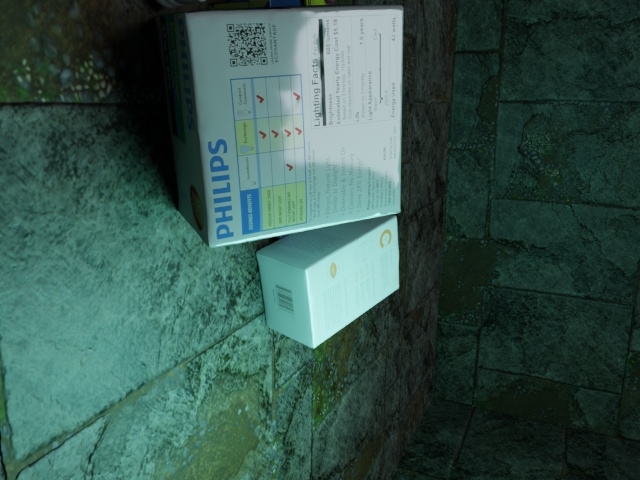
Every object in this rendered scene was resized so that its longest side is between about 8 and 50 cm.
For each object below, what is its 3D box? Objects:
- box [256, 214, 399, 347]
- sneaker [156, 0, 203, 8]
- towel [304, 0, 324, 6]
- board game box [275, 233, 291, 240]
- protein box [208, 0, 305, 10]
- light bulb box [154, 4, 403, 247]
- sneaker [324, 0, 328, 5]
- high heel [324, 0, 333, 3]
[{"bbox_3d":[0.030,0.076,1.467,0.345,0.168,0.215,-28,123,-41],"label":"box"},{"bbox_3d":[-0.196,-0.527,0.923,0.114,0.152,0.305,-18,111,-63],"label":"sneaker"},{"bbox_3d":[-0.013,-0.562,1.149,0.102,0.021,0.237,-51,142,-57],"label":"towel"},{"bbox_3d":[-0.107,-0.084,1.404,0.281,0.027,0.145,33,64,-64],"label":"board game box"},{"bbox_3d":[-0.102,-0.394,1.195,0.201,0.136,0.200,-47,138,-54],"label":"protein box"},{"bbox_3d":[-0.066,-0.212,1.008,0.361,0.225,0.358,-11,112,-24],"label":"light bulb box"},{"bbox_3d":[-0.033,-0.449,1.412,0.131,0.112,0.296,-34,159,-8],"label":"sneaker"},{"bbox_3d":[0.018,-0.704,1.217,0.181,0.127,0.377,-29,130,-10],"label":"high heel"}]
